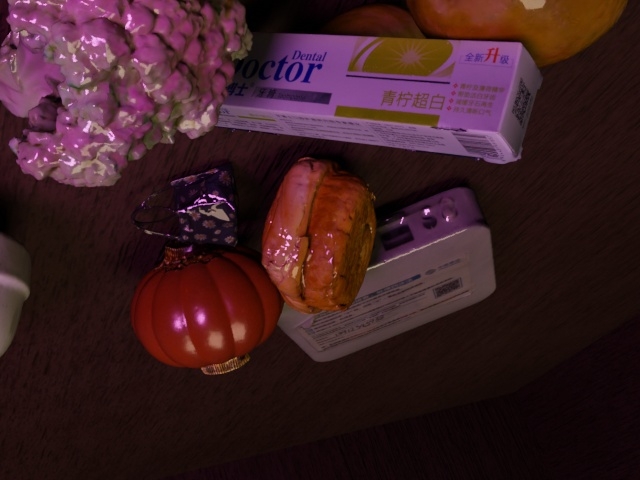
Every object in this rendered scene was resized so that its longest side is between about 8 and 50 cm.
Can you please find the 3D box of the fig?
[{"bbox_3d":[0.048,-0.180,0.827,0.152,0.121,0.136,-12,150,-16],"label":"fig"}]

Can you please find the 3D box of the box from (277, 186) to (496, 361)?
[{"bbox_3d":[0.116,0.075,1.426,0.395,0.111,0.396,-23,155,4],"label":"box"}]

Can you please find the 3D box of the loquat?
[{"bbox_3d":[0.184,-0.253,0.701,0.246,0.213,0.213,-17,161,-50],"label":"loquat"}]

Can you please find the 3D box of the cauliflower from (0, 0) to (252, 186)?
[{"bbox_3d":[-0.190,-0.161,0.635,0.315,0.239,0.256,-17,-172,36],"label":"cauliflower"}]

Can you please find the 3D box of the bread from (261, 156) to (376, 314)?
[{"bbox_3d":[0.001,-0.003,1.083,0.120,0.198,0.236,11,162,15],"label":"bread"}]

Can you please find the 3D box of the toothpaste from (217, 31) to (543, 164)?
[{"bbox_3d":[0.021,-0.135,0.717,0.336,0.081,0.067,12,170,32],"label":"toothpaste"}]

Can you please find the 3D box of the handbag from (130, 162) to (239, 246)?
[{"bbox_3d":[-0.174,-0.034,1.022,0.139,0.072,0.115,-10,156,-12],"label":"handbag"}]

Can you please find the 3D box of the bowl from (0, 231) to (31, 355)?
[{"bbox_3d":[-0.476,0.087,0.861,0.307,0.163,0.307,-6,165,-2],"label":"bowl"}]

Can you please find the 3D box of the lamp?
[{"bbox_3d":[-0.161,0.090,1.136,0.223,0.197,0.223,-15,-167,4],"label":"lamp"}]
